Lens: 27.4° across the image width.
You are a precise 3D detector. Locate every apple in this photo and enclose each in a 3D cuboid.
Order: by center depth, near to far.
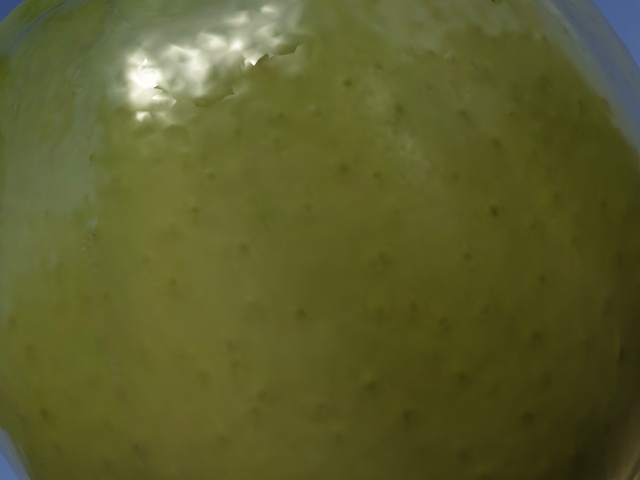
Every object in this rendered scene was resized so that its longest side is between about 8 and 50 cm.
[{"bbox_3d":[0.000,0.000,0.643,0.312,0.360,0.320,-19,16,37],"label":"apple"}]
